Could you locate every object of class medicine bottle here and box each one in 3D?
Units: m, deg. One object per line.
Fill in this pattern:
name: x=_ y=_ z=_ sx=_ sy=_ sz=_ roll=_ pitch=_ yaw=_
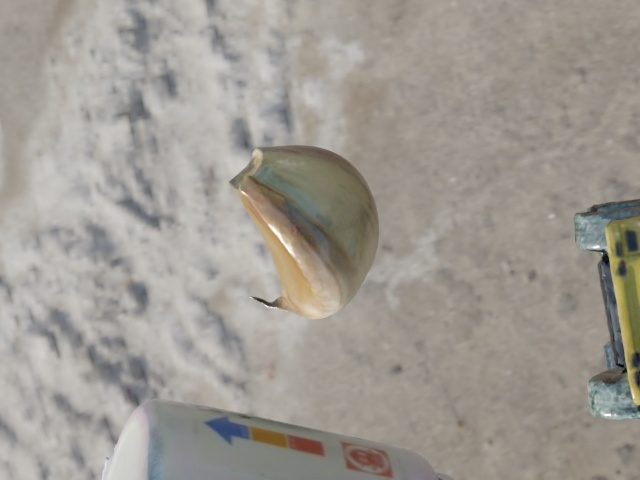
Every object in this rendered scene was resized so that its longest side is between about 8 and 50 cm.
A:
medicine bottle: x=0.001 y=0.212 z=1.079 sx=0.170 sy=0.293 sz=0.170 roll=-167 pitch=90 yaw=-76

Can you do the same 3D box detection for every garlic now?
garlic: x=-0.001 y=0.007 z=1.489 sx=0.206 sy=0.128 sz=0.115 roll=82 pitch=164 yaw=-45

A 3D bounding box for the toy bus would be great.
toy bus: x=0.234 y=0.030 z=1.032 sx=0.123 sy=0.335 sz=0.121 roll=-7 pitch=90 yaw=13
